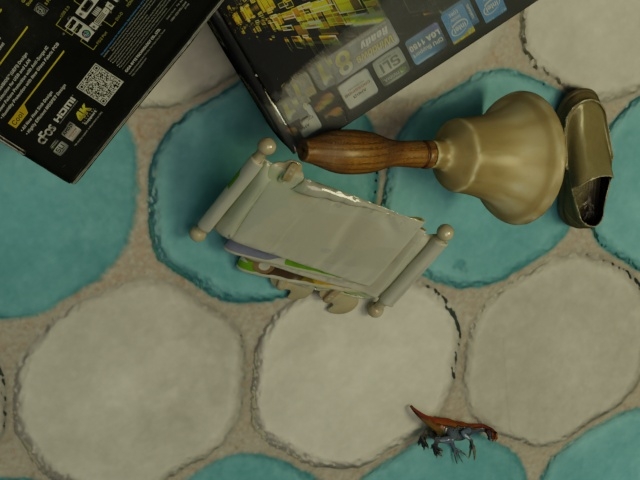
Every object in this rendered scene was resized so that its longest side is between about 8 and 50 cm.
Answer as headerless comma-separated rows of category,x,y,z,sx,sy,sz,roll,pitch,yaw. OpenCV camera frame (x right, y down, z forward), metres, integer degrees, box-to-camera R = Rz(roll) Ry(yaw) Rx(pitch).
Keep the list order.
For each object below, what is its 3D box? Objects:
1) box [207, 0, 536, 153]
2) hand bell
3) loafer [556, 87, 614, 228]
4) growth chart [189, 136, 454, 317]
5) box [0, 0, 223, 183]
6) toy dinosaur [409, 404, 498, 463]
box,0.057,-0.309,1.161,0.395,0.097,0.318,-32,121,-4
hand bell,0.086,-0.078,1.222,0.242,0.126,0.126,1,111,-33
loafer,0.265,-0.077,1.360,0.056,0.050,0.148,-15,115,-15
growth chart,0.000,0.000,1.264,0.237,0.021,0.172,22,136,-28
box,-0.201,-0.231,1.037,0.257,0.079,0.322,34,114,-19
toy dinosaur,0.145,0.198,1.433,0.082,0.047,0.090,-25,108,-30
